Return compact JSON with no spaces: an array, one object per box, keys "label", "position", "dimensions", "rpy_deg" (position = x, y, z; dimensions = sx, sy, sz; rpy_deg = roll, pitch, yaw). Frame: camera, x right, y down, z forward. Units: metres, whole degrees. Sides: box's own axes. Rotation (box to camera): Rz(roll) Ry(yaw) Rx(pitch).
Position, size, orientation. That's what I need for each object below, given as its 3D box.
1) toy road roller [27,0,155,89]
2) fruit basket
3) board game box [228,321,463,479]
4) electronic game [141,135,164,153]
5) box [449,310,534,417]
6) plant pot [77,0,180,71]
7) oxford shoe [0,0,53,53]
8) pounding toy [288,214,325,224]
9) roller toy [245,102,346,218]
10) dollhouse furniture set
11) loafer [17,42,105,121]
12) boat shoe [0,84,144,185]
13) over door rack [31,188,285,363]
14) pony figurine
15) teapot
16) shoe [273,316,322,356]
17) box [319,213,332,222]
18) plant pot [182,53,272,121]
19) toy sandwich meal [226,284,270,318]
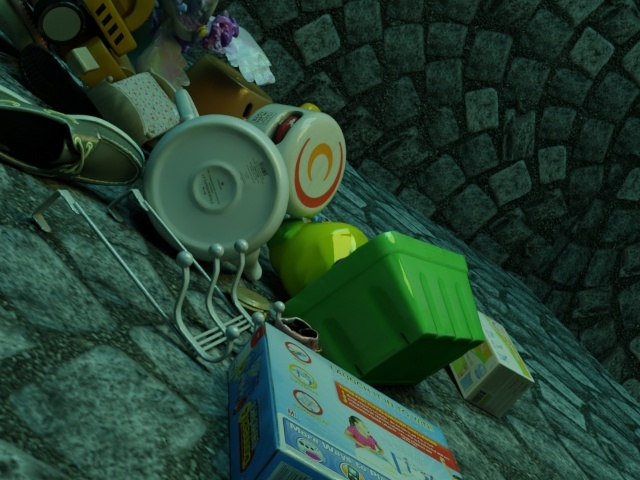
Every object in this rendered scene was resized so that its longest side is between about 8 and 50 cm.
[{"label":"toy road roller","position":[-0.432,-0.446,1.781],"dimensions":[0.202,0.240,0.330],"rpy_deg":[58,-3,42]},{"label":"fruit basket","position":[0.074,0.069,1.533],"dimensions":[0.392,0.283,0.392],"rpy_deg":[45,21,-23]},{"label":"board game box","position":[0.039,0.264,1.036],"dimensions":[0.308,0.086,0.302],"rpy_deg":[34,12,-16]},{"label":"electronic game","position":[-0.329,-0.205,1.858],"dimensions":[0.229,0.048,0.229],"rpy_deg":[29,12,-7]},{"label":"box","position":[0.344,0.251,1.835],"dimensions":[0.103,0.114,0.203],"rpy_deg":[31,20,-24]},{"label":"plant pot","position":[-0.501,-0.511,2.095],"dimensions":[0.195,0.290,0.290],"rpy_deg":[2,-12,37]},{"label":"oxford shoe","position":[-0.693,-0.491,1.755],"dimensions":[0.397,0.146,0.140],"rpy_deg":[52,-6,-13]},{"label":"pounding toy","position":[0.007,0.003,1.918],"dimensions":[0.181,0.094,0.206],"rpy_deg":[33,13,-16]},{"label":"roller toy","position":[-0.060,-0.150,1.584],"dimensions":[0.146,0.210,0.191],"rpy_deg":[17,10,33]},{"label":"dollhouse furniture set","position":[-0.262,-0.277,1.711],"dimensions":[0.356,0.173,0.303],"rpy_deg":[55,26,-6]},{"label":"loafer","position":[-0.486,-0.285,1.672],"dimensions":[0.220,0.080,0.078],"rpy_deg":[46,7,-3]},{"label":"boat shoe","position":[-0.396,-0.142,1.296],"dimensions":[0.305,0.109,0.091],"rpy_deg":[21,19,-34]},{"label":"over door rack","position":[-0.203,0.021,1.218],"dimensions":[0.324,0.108,0.239],"rpy_deg":[39,11,9]},{"label":"pony figurine","position":[-0.284,-0.476,1.897],"dimensions":[0.351,0.302,0.363],"rpy_deg":[62,-19,19]},{"label":"teapot","position":[-0.172,-0.089,1.447],"dimensions":[0.252,0.256,0.187],"rpy_deg":[23,1,-4]},{"label":"shoe","position":[-0.018,0.167,1.251],"dimensions":[0.178,0.081,0.063],"rpy_deg":[26,16,-41]},{"label":"box","position":[-0.007,-0.027,2.134],"dimensions":[0.114,0.036,0.207],"rpy_deg":[36,12,-1]},{"label":"plant pot","position":[-0.252,-0.313,2.117],"dimensions":[0.290,0.203,0.291],"rpy_deg":[35,11,-8]},{"label":"toy sandwich meal","position":[-0.115,0.099,1.370],"dimensions":[0.085,0.029,0.085],"rpy_deg":[26,7,-3]}]
